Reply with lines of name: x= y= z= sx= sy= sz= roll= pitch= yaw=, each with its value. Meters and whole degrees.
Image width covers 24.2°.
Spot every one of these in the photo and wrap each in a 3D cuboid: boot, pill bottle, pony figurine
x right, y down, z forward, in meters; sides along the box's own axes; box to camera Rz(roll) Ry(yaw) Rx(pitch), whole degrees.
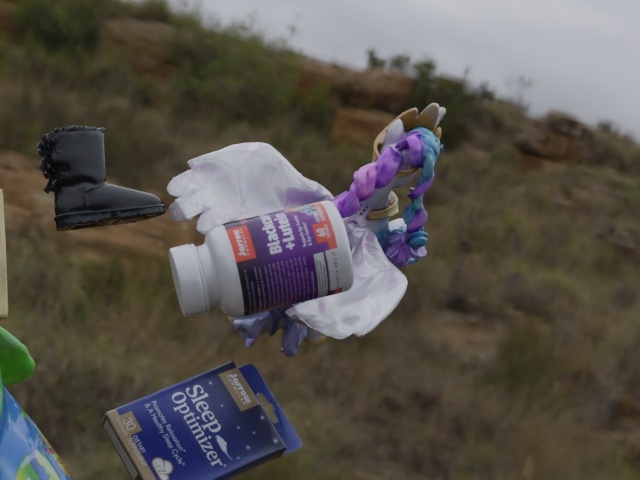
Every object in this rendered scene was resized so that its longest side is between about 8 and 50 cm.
boot: x=-0.218 y=-0.064 z=1.480 sx=0.121 sy=0.099 sz=0.045 roll=-7 pitch=-9 yaw=-22
pill bottle: x=-0.068 y=0.026 z=1.680 sx=0.193 sy=0.108 sz=0.108 roll=-13 pitch=4 yaw=-10
pony figurine: x=0.000 y=0.000 z=1.876 sx=0.303 sy=0.351 sz=0.363 roll=45 pitch=-36 yaw=14

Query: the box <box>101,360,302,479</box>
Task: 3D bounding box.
box: x=-0.140 y=0.234 z=1.841 sx=0.225 sy=0.036 sz=0.136 roll=-20 pitch=66 yaw=-33

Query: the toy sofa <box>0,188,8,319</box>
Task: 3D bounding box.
toy sofa: x=-0.479 y=0.056 z=1.720 sx=0.177 sy=0.150 sz=0.362 roll=2 pitch=-16 yaw=-21

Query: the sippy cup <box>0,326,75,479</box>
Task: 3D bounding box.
sippy cup: x=-0.280 y=0.207 z=1.100 sx=0.240 sy=0.305 sz=0.224 roll=15 pitch=-30 yaw=45
